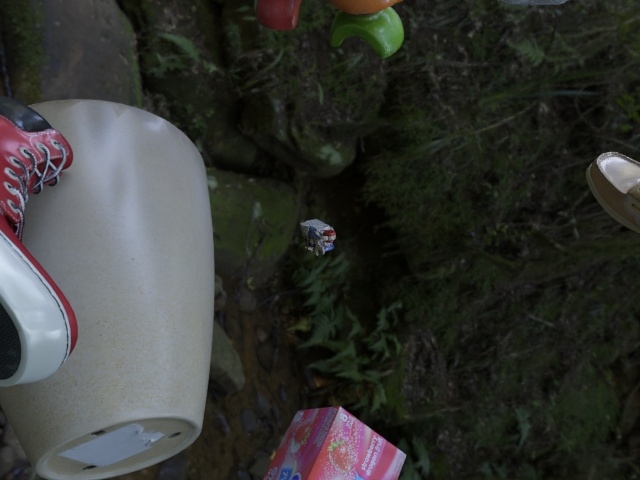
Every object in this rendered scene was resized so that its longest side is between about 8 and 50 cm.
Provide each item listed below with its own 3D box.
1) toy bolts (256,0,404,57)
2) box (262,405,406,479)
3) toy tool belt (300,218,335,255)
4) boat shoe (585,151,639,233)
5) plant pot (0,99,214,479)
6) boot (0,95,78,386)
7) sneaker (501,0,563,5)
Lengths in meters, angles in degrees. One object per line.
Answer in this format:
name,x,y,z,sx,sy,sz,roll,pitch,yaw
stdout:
toy bolts,0.019,-0.382,0.783,0.158,0.229,0.218,79,32,-56
box,-0.011,0.360,0.756,0.128,0.123,0.256,40,56,-14
toy tool belt,0.000,0.000,0.941,0.083,0.052,0.051,32,-51,55
boat shoe,0.302,-0.029,0.500,0.170,0.063,0.059,55,-14,36
plant pot,-0.203,0.061,0.535,0.256,0.257,0.273,50,16,-57
boot,-0.198,-0.023,0.376,0.244,0.088,0.176,38,25,16
sneaker,0.323,-0.342,0.753,0.094,0.212,0.080,14,93,-35
